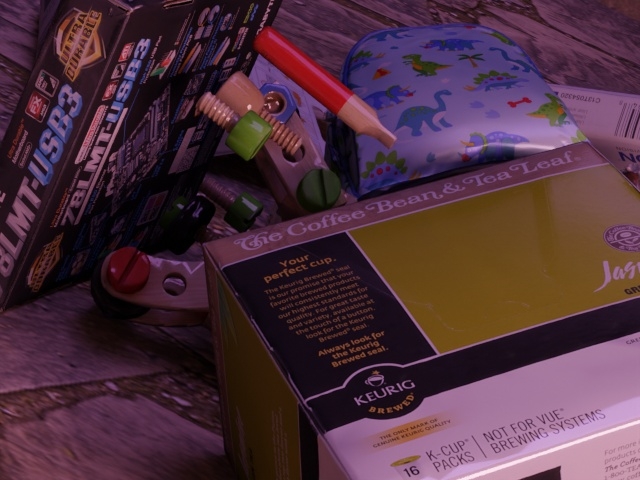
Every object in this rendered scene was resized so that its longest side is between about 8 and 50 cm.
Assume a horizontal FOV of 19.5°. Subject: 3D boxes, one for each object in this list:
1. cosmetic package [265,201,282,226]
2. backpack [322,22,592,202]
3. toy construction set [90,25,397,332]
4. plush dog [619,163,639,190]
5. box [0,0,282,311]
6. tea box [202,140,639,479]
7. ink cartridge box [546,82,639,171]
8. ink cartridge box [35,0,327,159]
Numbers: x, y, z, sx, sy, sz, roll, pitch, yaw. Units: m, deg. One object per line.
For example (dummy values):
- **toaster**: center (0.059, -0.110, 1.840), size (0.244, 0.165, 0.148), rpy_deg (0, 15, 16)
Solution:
- **cosmetic package**: center (0.000, 0.000, 1.899), size (0.060, 0.041, 0.115), rpy_deg (7, 29, -40)
- **backpack**: center (0.128, -0.067, 1.823), size (0.290, 0.273, 0.355), rpy_deg (-9, 13, -1)
- **toy construction set**: center (-0.020, -0.001, 1.560), size (0.237, 0.309, 0.257), rpy_deg (38, 47, 5)
- **plush dog**: center (0.361, 0.021, 2.015), size (0.225, 0.262, 0.211), rpy_deg (-31, 87, -34)
- **box**: center (-0.168, -0.103, 1.611), size (0.073, 0.295, 0.293), rpy_deg (33, 24, 17)
- **tea box**: center (0.124, 0.124, 1.353), size (0.329, 0.220, 0.323), rpy_deg (-15, 37, -15)
- **ink cartridge box**: center (0.348, -0.081, 2.194), size (0.324, 0.071, 0.330), rpy_deg (10, -19, 29)
- **ink cartridge box**: center (-0.137, -0.165, 2.102), size (0.385, 0.091, 0.308), rpy_deg (30, 19, -20)
